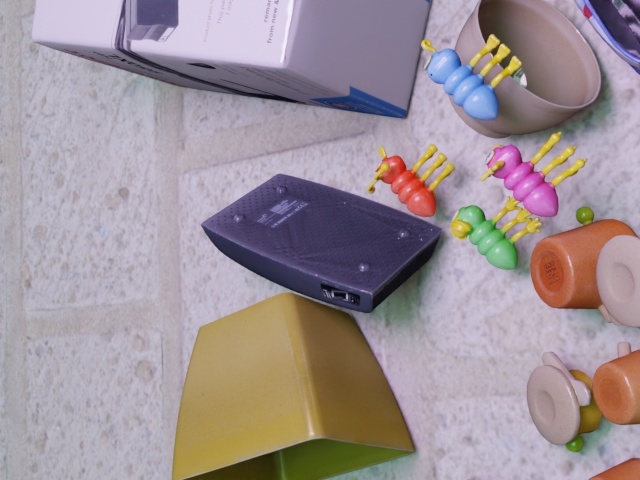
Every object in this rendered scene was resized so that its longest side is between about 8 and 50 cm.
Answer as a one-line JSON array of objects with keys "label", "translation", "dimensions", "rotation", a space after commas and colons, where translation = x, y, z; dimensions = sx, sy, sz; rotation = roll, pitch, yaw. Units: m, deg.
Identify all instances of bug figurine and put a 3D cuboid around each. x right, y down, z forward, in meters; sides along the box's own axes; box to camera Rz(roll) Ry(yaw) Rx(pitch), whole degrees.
[{"label": "bug figurine", "translation": [0.156, -0.077, 0.935], "dimensions": [0.216, 0.072, 0.279], "rotation": [45, 151, 13]}]

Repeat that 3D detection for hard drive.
[{"label": "hard drive", "translation": [0.000, 0.000, 1.065], "dimensions": [0.255, 0.172, 0.054], "rotation": [21, 130, 31]}]

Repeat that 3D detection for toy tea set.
[{"label": "toy tea set", "translation": [0.312, 0.129, 0.892], "dimensions": [0.200, 0.124, 0.336], "rotation": [-148, 54, -63]}]

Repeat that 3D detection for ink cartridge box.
[{"label": "ink cartridge box", "translation": [-0.110, -0.275, 1.078], "dimensions": [0.395, 0.285, 0.166], "rotation": [13, 93, 32]}]

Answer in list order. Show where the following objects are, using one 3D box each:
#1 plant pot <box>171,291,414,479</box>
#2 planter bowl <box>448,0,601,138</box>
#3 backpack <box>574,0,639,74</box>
[{"label": "plant pot", "translation": [-0.041, 0.182, 1.056], "dimensions": [0.212, 0.212, 0.187], "rotation": [-23, 62, 28]}, {"label": "planter bowl", "translation": [0.210, -0.181, 0.965], "dimensions": [0.109, 0.162, 0.162], "rotation": [-47, 61, 50]}, {"label": "backpack", "translation": [0.360, -0.278, 0.838], "dimensions": [0.276, 0.213, 0.263], "rotation": [-31, 63, 32]}]
